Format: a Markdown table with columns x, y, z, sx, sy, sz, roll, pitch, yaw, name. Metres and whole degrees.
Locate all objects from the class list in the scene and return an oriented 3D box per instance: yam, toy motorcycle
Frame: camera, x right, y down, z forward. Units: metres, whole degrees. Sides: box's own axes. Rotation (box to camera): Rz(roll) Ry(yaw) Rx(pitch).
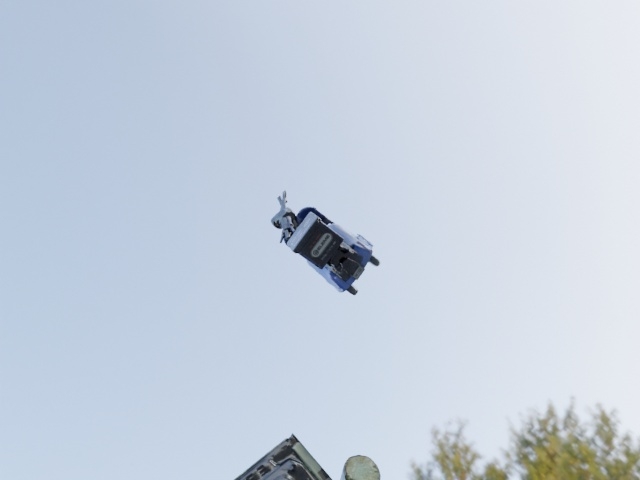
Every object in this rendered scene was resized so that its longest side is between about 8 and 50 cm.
| x | y | z | sx | sy | sz | roll | pitch | yaw | name |
| --- | --- | --- | --- | --- | --- | --- | --- | --- | --- |
| 0.099 | 0.691 | 1.668 | 0.107 | 0.107 | 0.194 | -10 | -49 | -25 | yam |
| 0.000 | 0.000 | 1.309 | 0.212 | 0.358 | 0.125 | 37 | -90 | -16 | toy motorcycle |

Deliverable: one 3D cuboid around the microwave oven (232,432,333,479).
| x | y | z | sx | sy | sz | roll | pitch | yaw | name |
| --- | --- | --- | --- | --- | --- | --- | --- | --- | --- |
| -0.038 | 0.537 | 1.066 | 0.237 | 0.295 | 0.181 | -29 | -30 | -32 | microwave oven |
